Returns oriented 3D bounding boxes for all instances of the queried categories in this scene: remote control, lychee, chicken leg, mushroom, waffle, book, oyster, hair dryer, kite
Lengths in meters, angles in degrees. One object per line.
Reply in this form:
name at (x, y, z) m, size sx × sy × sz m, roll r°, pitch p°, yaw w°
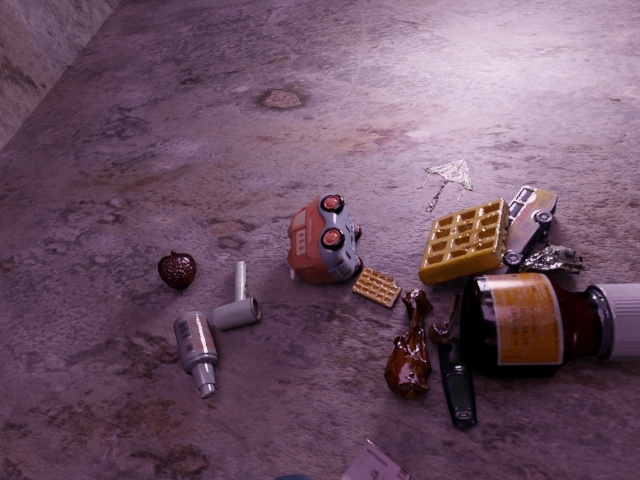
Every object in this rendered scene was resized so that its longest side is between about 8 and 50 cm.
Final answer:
remote control at (0.329, 0.334, 1.083) m, size 0.072 × 0.042 × 0.221 m, roll -9°, pitch 48°, yaw 13°
lychee at (-0.462, 0.096, 1.454) m, size 0.123 × 0.123 × 0.129 m, roll -11°, pitch 62°, yaw 10°
chicken leg at (0.238, 0.258, 1.152) m, size 0.113 × 0.093 × 0.304 m, roll 16°, pitch 52°, yaw 6°
mushroom at (0.329, 0.201, 1.159) m, size 0.060 × 0.061 × 0.187 m, roll -5°, pitch 28°, yaw 39°
waffle at (0.385, 0.001, 1.208) m, size 0.221 × 0.055 × 0.247 m, roll -20°, pitch 29°, yaw 39°
book at (0.102, 0.565, 1.011) m, size 0.127 × 0.014 × 0.181 m, roll 30°, pitch 69°, yaw 32°
oyster at (0.579, 0.055, 1.101) m, size 0.252 × 0.199 × 0.087 m, roll -10°, pitch 90°, yaw -29°
hair dryer at (-0.258, 0.154, 1.382) m, size 0.131 × 0.073 × 0.236 m, roll -15°, pitch 50°, yaw 8°
waffle at (0.166, 0.134, 1.292) m, size 0.135 × 0.021 × 0.092 m, roll 21°, pitch 64°, yaw 29°
kite at (0.400, -0.186, 1.456) m, size 0.198 × 0.006 × 0.244 m, roll 28°, pitch 68°, yaw 31°

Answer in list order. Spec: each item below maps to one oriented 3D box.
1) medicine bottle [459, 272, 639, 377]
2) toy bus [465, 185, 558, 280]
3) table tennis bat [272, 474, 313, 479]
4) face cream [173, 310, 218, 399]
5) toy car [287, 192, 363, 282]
medicine bottle at (0.530, 0.192, 1.017) m, size 0.395 × 0.242 × 0.242 m, roll 0°, pitch 55°, yaw 6°
toy bus at (0.526, -0.003, 1.231) m, size 0.138 × 0.097 × 0.342 m, roll 32°, pitch 69°, yaw 35°
table tennis bat at (-0.110, 0.674, 0.979) m, size 0.215 × 0.044 × 0.329 m, roll 31°, pitch 69°, yaw 37°
face cream at (-0.341, 0.325, 1.264) m, size 0.101 × 0.101 × 0.251 m, roll -27°, pitch 53°, yaw -2°
toy car at (0.000, 0.000, 1.351) m, size 0.213 × 0.180 × 0.270 m, roll -13°, pitch 53°, yaw 20°
